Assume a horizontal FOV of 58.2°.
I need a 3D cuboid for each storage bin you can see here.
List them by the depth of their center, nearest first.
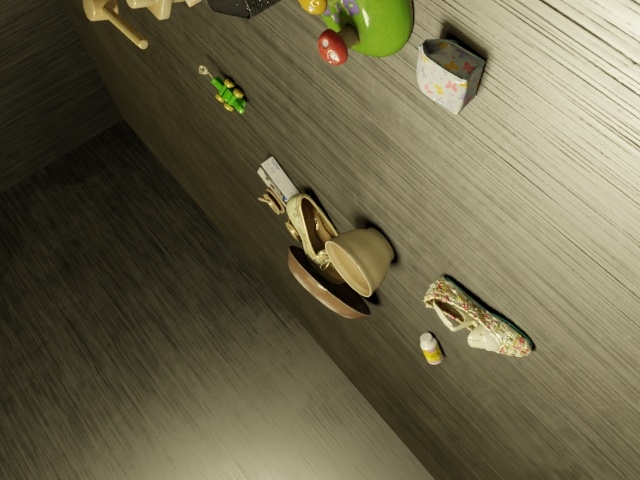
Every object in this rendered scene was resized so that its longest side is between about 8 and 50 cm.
[{"bbox_3d":[-0.153,-0.477,1.024,0.180,0.084,0.122,34,156,48],"label":"storage bin"}]

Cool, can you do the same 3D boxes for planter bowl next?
[{"bbox_3d":[0.104,0.037,1.359,0.162,0.109,0.162,47,163,19],"label":"planter bowl"}]

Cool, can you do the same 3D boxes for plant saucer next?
[{"bbox_3d":[0.015,0.131,1.686,0.311,0.050,0.310,38,-171,-7],"label":"plant saucer"}]

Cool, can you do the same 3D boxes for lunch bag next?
[{"bbox_3d":[0.163,-0.218,0.743,0.083,0.053,0.071,37,162,19],"label":"lunch bag"}]

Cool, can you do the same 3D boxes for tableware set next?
[{"bbox_3d":[-0.112,-0.068,1.710,0.194,0.039,0.128,52,168,2],"label":"tableware set"}]

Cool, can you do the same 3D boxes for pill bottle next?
[{"bbox_3d":[0.285,0.279,1.487,0.043,0.043,0.083,29,152,56],"label":"pill bottle"}]

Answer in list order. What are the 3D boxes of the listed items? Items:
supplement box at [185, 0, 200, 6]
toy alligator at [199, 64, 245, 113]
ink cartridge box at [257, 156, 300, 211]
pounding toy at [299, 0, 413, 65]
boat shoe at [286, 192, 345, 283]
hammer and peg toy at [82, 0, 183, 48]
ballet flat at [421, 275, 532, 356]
[{"bbox_3d":[-0.306,-0.591,1.302,0.098,0.036,0.062,57,164,-14],"label":"supplement box"},{"bbox_3d":[-0.252,-0.404,1.538,0.189,0.056,0.051,48,-156,17],"label":"toy alligator"},{"bbox_3d":[-0.102,-0.140,1.680,0.207,0.046,0.097,53,166,-3],"label":"ink cartridge box"},{"bbox_3d":[0.028,-0.330,0.774,0.183,0.110,0.237,48,164,15],"label":"pounding toy"},{"bbox_3d":[0.000,0.000,1.586,0.285,0.104,0.089,57,167,-11],"label":"boat shoe"},{"bbox_3d":[-0.365,-0.569,1.144,0.266,0.127,0.361,47,139,18],"label":"hammer and peg toy"},{"bbox_3d":[0.300,0.164,1.137,0.241,0.077,0.091,39,159,39],"label":"ballet flat"}]
